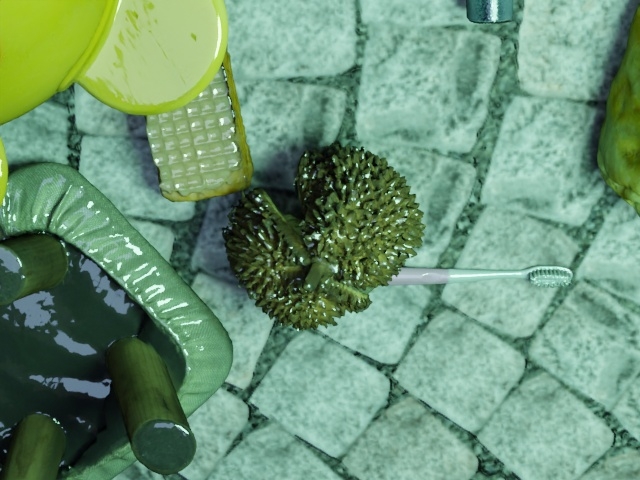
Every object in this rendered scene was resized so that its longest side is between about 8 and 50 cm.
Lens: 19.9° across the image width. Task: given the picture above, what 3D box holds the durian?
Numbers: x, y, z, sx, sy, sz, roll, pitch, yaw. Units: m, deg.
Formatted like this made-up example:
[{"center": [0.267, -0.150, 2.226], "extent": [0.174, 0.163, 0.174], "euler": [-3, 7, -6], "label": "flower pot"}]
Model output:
[{"center": [0.000, 0.000, 1.691], "extent": [0.167, 0.196, 0.196], "euler": [35, 106, -11], "label": "durian"}]

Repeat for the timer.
[{"center": [-0.312, -0.218, 1.554], "extent": [0.376, 0.376, 0.387], "euler": [-33, 99, 12], "label": "timer"}]

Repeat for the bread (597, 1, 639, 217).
[{"center": [0.345, -0.141, 1.668], "extent": [0.152, 0.130, 0.267], "euler": [30, 111, 31], "label": "bread"}]

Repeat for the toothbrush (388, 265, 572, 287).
[{"center": [0.104, 0.035, 1.787], "extent": [0.286, 0.025, 0.020], "euler": [0, 108, 3], "label": "toothbrush"}]

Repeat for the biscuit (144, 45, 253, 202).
[{"center": [-0.142, -0.218, 1.697], "extent": [0.094, 0.054, 0.378], "euler": [-10, 108, 7], "label": "biscuit"}]

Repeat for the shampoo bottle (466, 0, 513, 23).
[{"center": [0.154, -0.305, 1.651], "extent": [0.072, 0.072, 0.214], "euler": [-1, 108, 3], "label": "shampoo bottle"}]

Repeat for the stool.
[{"center": [-0.278, 0.132, 1.730], "extent": [0.310, 0.226, 0.310], "euler": [-40, 104, 14], "label": "stool"}]
